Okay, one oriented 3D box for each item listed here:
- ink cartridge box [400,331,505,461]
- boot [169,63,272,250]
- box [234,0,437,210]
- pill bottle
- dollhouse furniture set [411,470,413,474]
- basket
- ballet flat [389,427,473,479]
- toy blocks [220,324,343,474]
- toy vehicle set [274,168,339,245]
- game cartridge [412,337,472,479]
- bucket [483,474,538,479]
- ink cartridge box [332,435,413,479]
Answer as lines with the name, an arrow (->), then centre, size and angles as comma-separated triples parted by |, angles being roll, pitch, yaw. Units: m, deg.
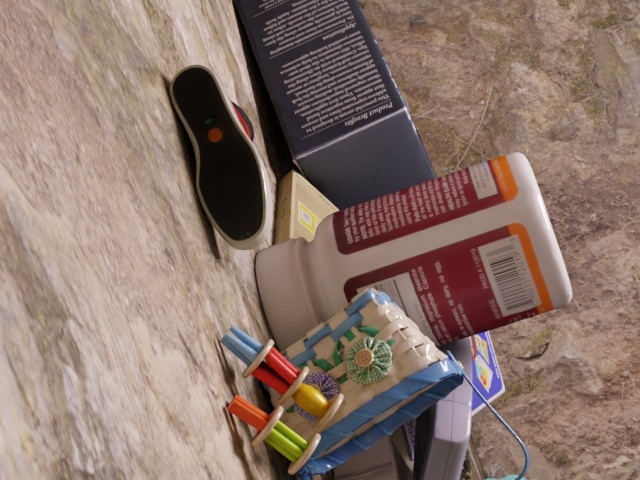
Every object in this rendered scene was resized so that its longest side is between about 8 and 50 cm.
ink cartridge box -> 0.167, 0.160, 1.868 | 0.307, 0.072, 0.303 | -22, 99, -48
boot -> -0.105, -0.090, 1.475 | 0.176, 0.088, 0.244 | 47, 22, -72
box -> 0.032, -0.265, 2.103 | 0.293, 0.212, 0.395 | 56, 12, -59
pill bottle -> 0.126, 0.042, 1.584 | 0.224, 0.392, 0.224 | -18, 90, -81
dollhouse furniture set -> 0.209, 0.505, 1.742 | 0.262, 0.135, 0.259 | 49, 31, -23
basket -> 0.073, 0.226, 1.388 | 0.289, 0.255, 0.201 | 54, 4, 13
ballet flat -> 0.181, 0.406, 1.983 | 0.182, 0.164, 0.482 | -50, 124, -60
toy blocks -> -0.060, 0.167, 1.250 | 0.148, 0.054, 0.123 | 38, 40, -1
toy vehicle set -> 0.000, 0.000, 1.847 | 0.166, 0.035, 0.267 | 42, 19, -18
game cartridge -> 0.170, 0.250, 1.613 | 0.297, 0.062, 0.198 | -77, -179, -63
bucket -> 0.357, 0.603, 2.209 | 0.281, 0.281, 0.183 | 71, 19, 0
ink cartridge box -> 0.077, 0.346, 1.623 | 0.143, 0.092, 0.089 | 62, 13, -47
